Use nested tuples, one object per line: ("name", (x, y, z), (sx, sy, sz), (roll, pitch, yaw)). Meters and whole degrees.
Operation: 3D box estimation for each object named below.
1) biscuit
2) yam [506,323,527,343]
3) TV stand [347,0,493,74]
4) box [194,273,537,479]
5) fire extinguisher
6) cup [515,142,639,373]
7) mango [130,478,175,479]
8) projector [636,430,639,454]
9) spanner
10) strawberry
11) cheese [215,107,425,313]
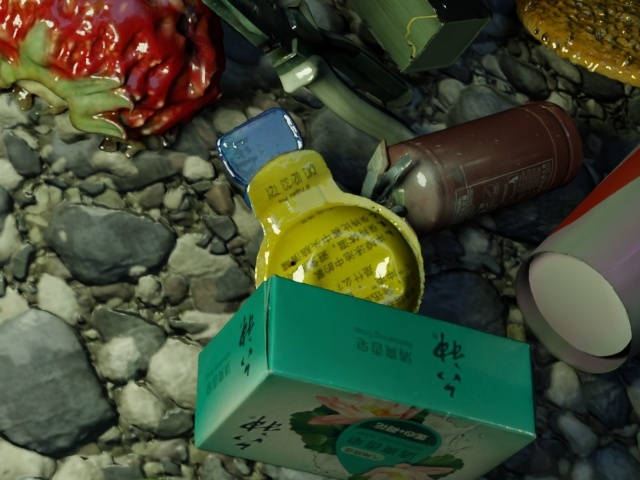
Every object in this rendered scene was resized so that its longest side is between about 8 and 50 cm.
("biscuit", (0.331, -0.226, 1.720), (0.254, 0.035, 0.254), (13, 28, -7))
("yam", (0.187, 0.130, 1.481), (0.021, 0.021, 0.116), (13, 53, -23))
("TV stand", (0.056, -0.298, 1.621), (0.088, 0.083, 0.269), (-15, 65, -48))
("box", (0.036, 0.127, 1.305), (0.244, 0.153, 0.092), (14, 56, -21))
("fire extinguisher", (0.131, -0.067, 1.521), (0.269, 0.105, 0.105), (-18, 71, -37))
("cup", (0.329, -0.002, 1.557), (0.288, 0.203, 0.203), (-36, 82, -35))
("mango", (-0.181, 0.275, 1.079), (0.343, 0.156, 0.192), (-15, 54, -33))
("projector", (0.359, 0.223, 1.460), (0.061, 0.115, 0.147), (11, 55, -27))
("spanner", (-0.004, -0.168, 1.467), (0.325, 0.040, 0.096), (27, 44, -48))
("strawberry", (-0.175, -0.223, 1.416), (0.253, 0.150, 0.280), (41, 50, -2))
("cheese", (0.000, 0.000, 1.399), (0.156, 0.064, 0.250), (-29, 87, -13))
